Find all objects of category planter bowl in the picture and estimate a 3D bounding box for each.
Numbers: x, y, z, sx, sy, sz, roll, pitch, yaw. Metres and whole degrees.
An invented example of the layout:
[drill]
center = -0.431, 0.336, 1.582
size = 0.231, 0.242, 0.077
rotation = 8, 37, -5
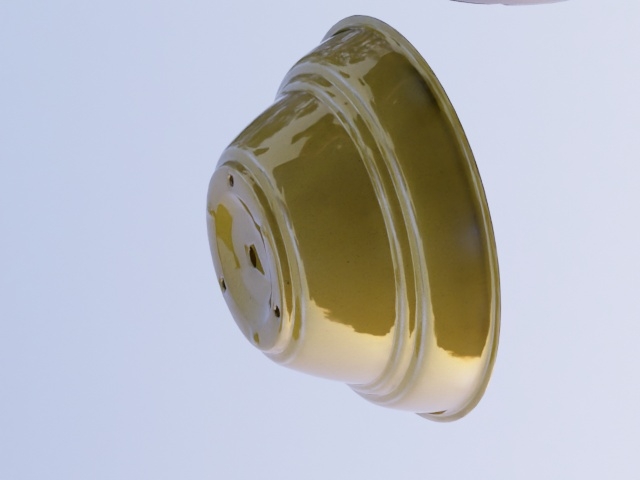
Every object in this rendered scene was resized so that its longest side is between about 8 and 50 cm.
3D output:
[planter bowl]
center = 0.000, 0.000, 0.997
size = 0.090, 0.217, 0.217
rotation = -15, -92, -22

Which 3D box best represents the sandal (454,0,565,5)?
[sandal]
center = 0.005, -0.116, 0.461
size = 0.219, 0.060, 0.090
rotation = 14, -127, -21
